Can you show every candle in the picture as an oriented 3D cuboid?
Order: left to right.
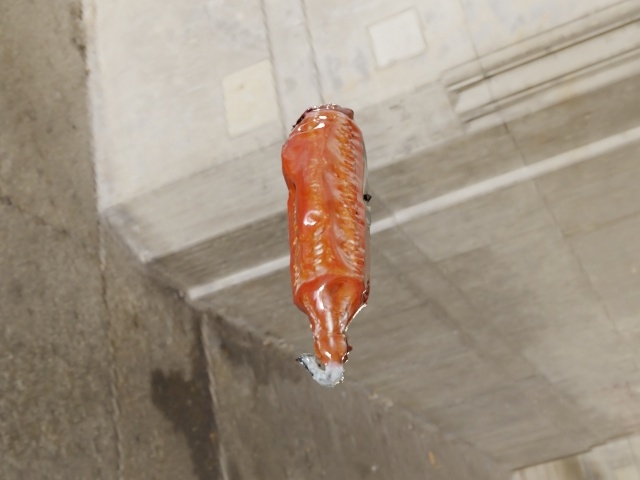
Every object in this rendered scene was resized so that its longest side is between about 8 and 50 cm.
[{"bbox_3d":[0.000,0.000,0.470,0.053,0.048,0.162,35,37,-31],"label":"candle"}]
